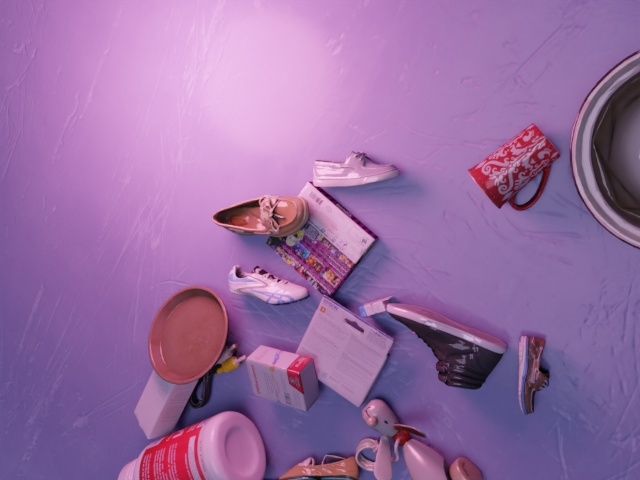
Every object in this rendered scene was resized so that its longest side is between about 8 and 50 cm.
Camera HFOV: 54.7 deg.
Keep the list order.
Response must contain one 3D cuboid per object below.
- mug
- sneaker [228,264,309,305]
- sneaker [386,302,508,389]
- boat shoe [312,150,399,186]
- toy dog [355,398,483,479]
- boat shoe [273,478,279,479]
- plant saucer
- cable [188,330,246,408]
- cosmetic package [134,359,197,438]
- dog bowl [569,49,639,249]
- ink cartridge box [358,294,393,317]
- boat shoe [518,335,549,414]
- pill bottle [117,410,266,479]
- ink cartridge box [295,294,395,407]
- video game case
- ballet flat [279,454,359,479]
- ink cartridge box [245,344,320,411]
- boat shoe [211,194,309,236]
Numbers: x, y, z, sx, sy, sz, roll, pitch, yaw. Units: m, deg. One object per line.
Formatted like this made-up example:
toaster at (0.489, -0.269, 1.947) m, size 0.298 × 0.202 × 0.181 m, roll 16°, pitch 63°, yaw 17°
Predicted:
mug at (0.434, -0.158, 1.359) m, size 0.169 × 0.150 × 0.113 m, roll -41°, pitch 45°, yaw 19°
sneaker at (-0.141, 0.117, 1.646) m, size 0.237 × 0.085 × 0.086 m, roll 9°, pitch 106°, yaw 21°
sneaker at (0.277, 0.257, 1.473) m, size 0.295 × 0.104 × 0.147 m, roll 22°, pitch 101°, yaw 15°
boat shoe at (0.080, -0.177, 1.507) m, size 0.227 × 0.079 × 0.081 m, roll -2°, pitch 102°, yaw 27°
toy dog at (0.223, 0.550, 1.511) m, size 0.333 × 0.161 × 0.220 m, roll 22°, pitch 105°, yaw 19°
boat shoe at (-0.123, 0.723, 1.751) m, size 0.189 × 0.068 × 0.072 m, roll -10°, pitch 109°, yaw 31°
plant saucer at (-0.365, 0.265, 1.733) m, size 0.277 × 0.041 × 0.278 m, roll -12°, pitch 64°, yaw 25°
cable at (-0.325, 0.365, 1.771) m, size 0.139 × 0.072 × 0.287 m, roll 49°, pitch 113°, yaw 16°
cosmetic package at (-0.455, 0.456, 1.818) m, size 0.117 × 0.085 × 0.231 m, roll 45°, pitch 117°, yaw 39°
dog bowl at (0.704, -0.179, 1.198) m, size 0.407 × 0.150 × 0.409 m, roll 4°, pitch 101°, yaw 23°
ink cartridge box at (0.144, 0.165, 1.548) m, size 0.083 × 0.048 × 0.028 m, roll -20°, pitch 90°, yaw 25°
boat shoe at (0.487, 0.311, 1.412) m, size 0.066 × 0.066 × 0.184 m, roll 0°, pitch 98°, yaw 22°
pill bottle at (-0.373, 0.653, 1.751) m, size 0.407 × 0.229 × 0.229 m, roll -28°, pitch 87°, yaw 24°
ink cartridge box at (0.062, 0.281, 1.600) m, size 0.223 × 0.045 × 0.224 m, roll 32°, pitch 112°, yaw 17°
video game case at (0.000, 0.000, 1.589) m, size 0.232 × 0.041 × 0.210 m, roll 41°, pitch 111°, yaw 13°
ballet flat at (-0.001, 0.623, 1.678) m, size 0.232 × 0.080 × 0.073 m, roll -10°, pitch 54°, yaw 20°
ink cartridge box at (-0.100, 0.362, 1.640) m, size 0.175 × 0.072 × 0.128 m, roll 8°, pitch 121°, yaw 32°
boat shoe at (-0.155, -0.059, 1.588) m, size 0.285 × 0.089 × 0.105 m, roll -10°, pitch 79°, yaw 37°
